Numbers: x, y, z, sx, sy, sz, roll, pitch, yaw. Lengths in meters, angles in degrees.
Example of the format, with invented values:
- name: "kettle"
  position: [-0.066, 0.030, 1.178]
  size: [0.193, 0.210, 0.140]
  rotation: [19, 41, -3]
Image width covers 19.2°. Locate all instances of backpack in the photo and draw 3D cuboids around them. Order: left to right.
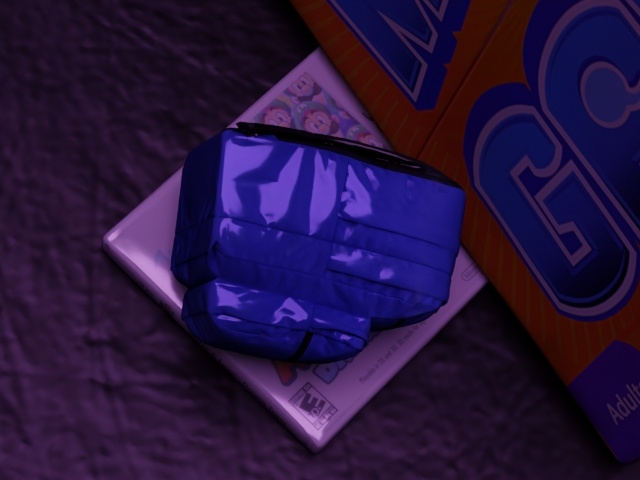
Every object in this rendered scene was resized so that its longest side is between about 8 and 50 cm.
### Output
- name: "backpack"
  position: [0.000, 0.005, 0.845]
  size: [0.120, 0.098, 0.101]
  rotation: [8, 87, -16]

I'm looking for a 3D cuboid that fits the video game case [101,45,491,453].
- name: "video game case"
  position: [0.000, 0.000, 0.907]
  size: [0.143, 0.019, 0.157]
  rotation: [43, 68, 8]

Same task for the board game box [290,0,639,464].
- name: "board game box"
  position: [0.223, -0.181, 0.827]
  size: [0.356, 0.356, 0.356]
  rotation: [-29, 76, -24]
